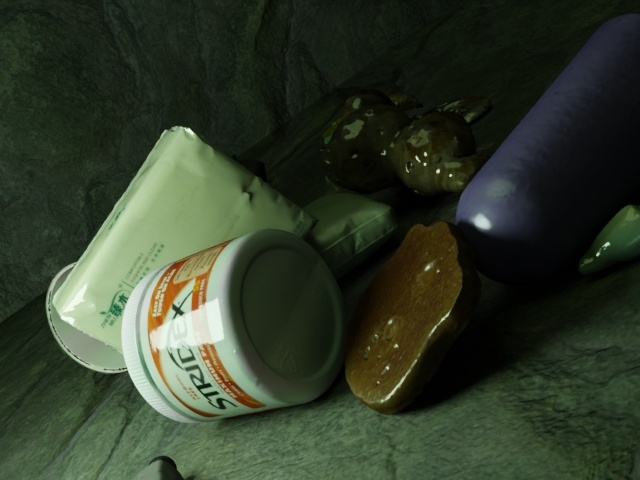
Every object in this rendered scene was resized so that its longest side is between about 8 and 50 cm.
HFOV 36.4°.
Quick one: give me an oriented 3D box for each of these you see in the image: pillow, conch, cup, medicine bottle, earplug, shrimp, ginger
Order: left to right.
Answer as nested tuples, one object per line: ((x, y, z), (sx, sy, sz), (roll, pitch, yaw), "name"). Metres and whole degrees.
((-0.419, 0.124, 2.117), (0.253, 0.253, 0.274), (-26, 7, 23), "cup")
((-0.122, 0.130, 1.426), (0.240, 0.253, 0.252), (-20, 19, 41), "medicine bottle")
((0.000, 0.000, 1.853), (0.255, 0.120, 0.322), (-34, 14, -8), "pillow")
((0.169, -0.184, 1.904), (0.375, 0.176, 0.256), (18, 46, 36), "ginger")
((0.290, -0.289, 2.327), (0.251, 0.052, 0.143), (-16, 24, 44), "shrimp")
((0.358, -0.111, 1.361), (0.456, 0.215, 0.215), (-44, 19, -27), "earplug")
((0.396, -0.019, 1.223), (0.180, 0.065, 0.088), (-37, 15, 15), "conch")

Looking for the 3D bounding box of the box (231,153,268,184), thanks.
((-0.209, -0.077, 2.337), (0.166, 0.221, 0.290), (-8, 18, 3), "box")

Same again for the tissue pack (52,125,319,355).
((-0.232, 0.035, 1.664), (0.380, 0.297, 0.207), (-59, 20, -5), "tissue pack")

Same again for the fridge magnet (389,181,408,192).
((0.201, -0.151, 2.040), (0.143, 0.063, 0.143), (-33, 16, 11), "fridge magnet")

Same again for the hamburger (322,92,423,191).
((0.108, -0.214, 2.222), (0.192, 0.168, 0.288), (-40, 17, -32), "hamburger")

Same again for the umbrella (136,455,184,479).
((-0.200, 0.352, 1.219), (0.067, 0.073, 0.337), (-31, 15, -2), "umbrella")

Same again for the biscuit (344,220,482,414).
((0.116, 0.098, 1.267), (0.257, 0.049, 0.273), (-58, 19, 15), "biscuit")
